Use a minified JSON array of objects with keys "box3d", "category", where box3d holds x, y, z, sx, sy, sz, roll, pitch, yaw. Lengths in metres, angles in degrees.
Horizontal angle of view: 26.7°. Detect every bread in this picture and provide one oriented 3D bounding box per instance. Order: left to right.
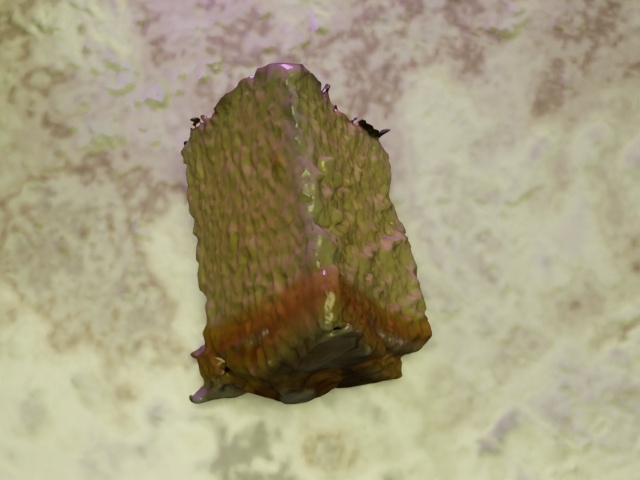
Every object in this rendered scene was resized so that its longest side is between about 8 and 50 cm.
[{"box3d":[0.000,0.000,0.647,0.127,0.152,0.147,-5,76,-15],"category":"bread"}]
